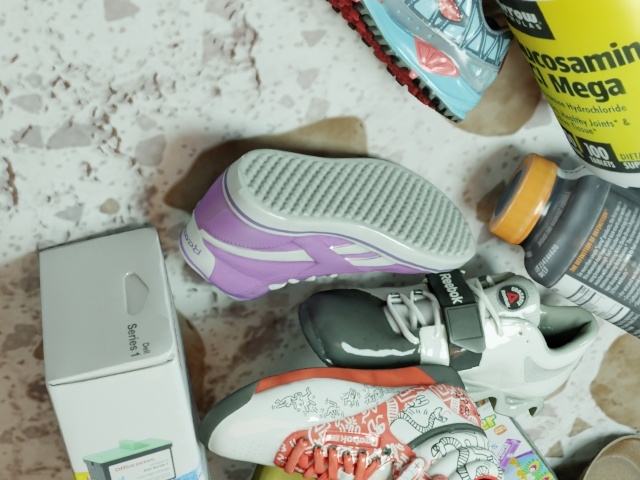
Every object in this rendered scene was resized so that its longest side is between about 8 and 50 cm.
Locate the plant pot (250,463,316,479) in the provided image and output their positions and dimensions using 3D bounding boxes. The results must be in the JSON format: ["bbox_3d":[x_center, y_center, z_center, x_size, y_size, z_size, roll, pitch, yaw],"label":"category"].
[{"bbox_3d":[0.027,0.253,1.615,0.212,0.212,0.187,10,86,-3],"label":"plant pot"}]

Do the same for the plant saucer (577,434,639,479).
[{"bbox_3d":[0.336,0.317,1.836,0.199,0.036,0.198,2,86,-41],"label":"plant saucer"}]

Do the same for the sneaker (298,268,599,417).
[{"bbox_3d":[0.131,0.076,1.588,0.331,0.122,0.146,11,133,-38],"label":"sneaker"}]

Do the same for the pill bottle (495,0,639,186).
[{"bbox_3d":[0.246,-0.218,1.385,0.188,0.188,0.334,-30,127,6],"label":"pill bottle"}]

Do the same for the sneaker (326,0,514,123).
[{"bbox_3d":[0.075,-0.223,1.404,0.125,0.104,0.262,-47,130,-3],"label":"sneaker"}]

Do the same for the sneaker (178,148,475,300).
[{"bbox_3d":[0.000,-0.001,1.540,0.282,0.102,0.161,13,139,-31],"label":"sneaker"}]

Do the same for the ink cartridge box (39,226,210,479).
[{"bbox_3d":[-0.174,0.159,1.515,0.117,0.201,0.278,-11,127,-4],"label":"ink cartridge box"}]

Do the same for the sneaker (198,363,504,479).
[{"bbox_3d":[0.036,0.191,1.447,0.270,0.145,0.090,-3,140,-30],"label":"sneaker"}]

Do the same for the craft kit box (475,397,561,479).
[{"bbox_3d":[0.132,0.290,1.800,0.250,0.061,0.246,-33,124,8],"label":"craft kit box"}]

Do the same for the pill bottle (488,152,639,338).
[{"bbox_3d":[0.285,0.010,1.564,0.246,0.130,0.130,29,115,-4],"label":"pill bottle"}]
